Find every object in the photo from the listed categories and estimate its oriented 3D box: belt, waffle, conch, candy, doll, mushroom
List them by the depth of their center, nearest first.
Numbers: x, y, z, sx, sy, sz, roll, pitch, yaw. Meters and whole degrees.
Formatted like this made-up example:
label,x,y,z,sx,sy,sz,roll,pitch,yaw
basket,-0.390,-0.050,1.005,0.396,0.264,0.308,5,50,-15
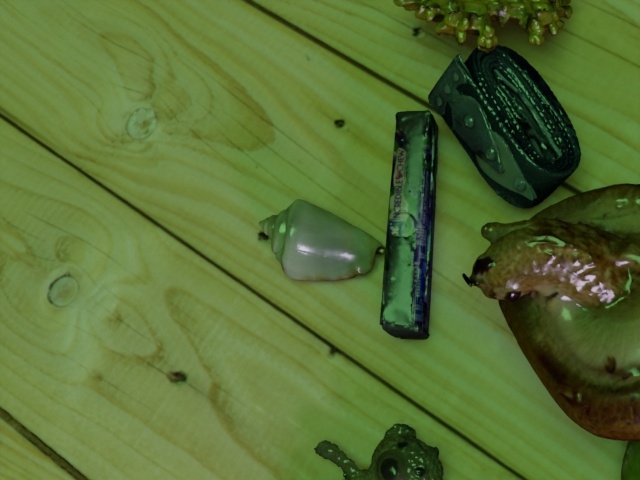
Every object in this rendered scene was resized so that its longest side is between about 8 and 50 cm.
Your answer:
label,x,y,z,sx,sy,sz,roll,pitch,yaw
mushroom,0.358,0.069,1.335,0.345,0.259,0.346,-15,57,25
doll,0.027,0.351,1.473,0.285,0.091,0.203,-13,61,22
belt,0.250,-0.147,1.520,0.122,0.128,0.218,-20,69,-31
candy,0.124,-0.023,1.533,0.061,0.088,0.313,1,76,14
waffle,0.232,-0.339,1.550,0.228,0.051,0.231,24,46,24
conch,-0.002,0.004,1.578,0.176,0.094,0.105,19,66,-8

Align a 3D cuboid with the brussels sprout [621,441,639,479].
label,x,y,z,sx,sy,sz,roll,pitch,yaw
brussels sprout,0.439,0.272,1.355,0.149,0.122,0.152,-22,72,6
